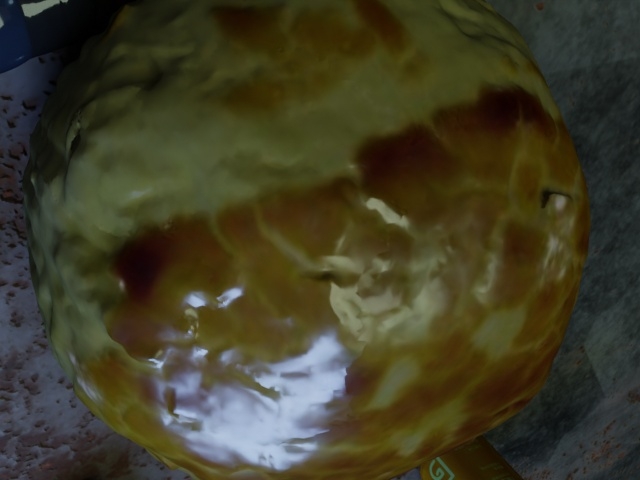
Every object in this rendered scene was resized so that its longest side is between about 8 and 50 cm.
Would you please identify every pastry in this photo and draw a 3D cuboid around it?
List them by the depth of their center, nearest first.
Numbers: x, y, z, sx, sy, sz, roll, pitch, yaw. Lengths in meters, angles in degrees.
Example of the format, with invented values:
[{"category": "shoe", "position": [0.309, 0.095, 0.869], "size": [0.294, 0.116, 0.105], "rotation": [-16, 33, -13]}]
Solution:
[{"category": "pastry", "position": [0.000, 0.000, 0.593], "size": [0.389, 0.312, 0.388], "rotation": [-19, 131, -24]}]

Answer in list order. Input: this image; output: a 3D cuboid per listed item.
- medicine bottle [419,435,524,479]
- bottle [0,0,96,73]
[{"category": "medicine bottle", "position": [0.205, 0.314, 1.032], "size": [0.096, 0.192, 0.096], "rotation": [-16, 128, -23]}, {"category": "bottle", "position": [-0.253, -0.116, 0.512], "size": [0.244, 0.072, 0.082], "rotation": [-23, 171, -20]}]
